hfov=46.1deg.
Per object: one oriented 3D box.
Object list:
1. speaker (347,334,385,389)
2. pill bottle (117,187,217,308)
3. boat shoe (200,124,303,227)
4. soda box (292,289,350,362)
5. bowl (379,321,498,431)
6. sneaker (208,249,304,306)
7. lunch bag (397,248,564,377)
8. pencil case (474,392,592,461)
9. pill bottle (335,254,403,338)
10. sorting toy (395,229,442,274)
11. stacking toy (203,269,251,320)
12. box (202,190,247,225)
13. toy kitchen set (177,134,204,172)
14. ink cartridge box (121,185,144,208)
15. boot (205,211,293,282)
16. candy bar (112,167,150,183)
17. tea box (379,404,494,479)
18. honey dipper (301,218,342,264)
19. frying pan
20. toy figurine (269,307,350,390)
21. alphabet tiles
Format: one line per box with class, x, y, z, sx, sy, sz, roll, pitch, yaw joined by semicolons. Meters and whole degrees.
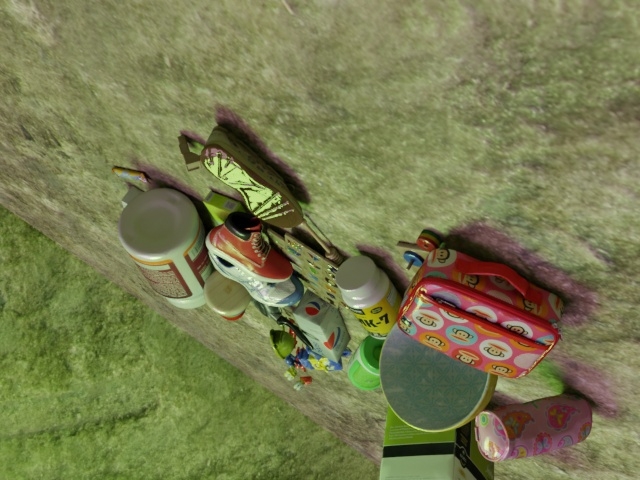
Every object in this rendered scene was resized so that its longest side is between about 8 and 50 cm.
speaker;0.155;0.359;2.208;0.131;0.131;0.296;31;159;6
pill bottle;-0.422;0.038;2.186;0.224;0.224;0.392;26;157;18
boat shoe;-0.134;-0.134;1.622;0.104;0.089;0.285;-20;131;32
soda box;0.008;0.259;2.243;0.098;0.091;0.286;23;157;23
bowl;0.295;0.295;1.732;0.289;0.290;0.156;13;177;41
sneaker;-0.185;0.086;2.052;0.296;0.112;0.131;24;164;15
lunch bag;0.314;0.134;1.459;0.293;0.120;0.258;23;143;2
pencil case;0.486;0.422;1.713;0.284;0.124;0.124;-4;178;-30
pill bottle;0.121;0.133;1.773;0.119;0.119;0.208;14;152;40
sorting toy;0.235;0.074;1.584;0.132;0.046;0.274;11;151;44
stacking toy;-0.271;0.177;2.284;0.141;0.141;0.330;31;167;4
box;-0.226;-0.050;1.967;0.109;0.042;0.178;22;157;29
toy kitchen set;-0.283;-0.198;1.743;0.068;0.075;0.083;90;161;-62
ink cartridge box;-0.536;-0.087;2.295;0.109;0.063;0.150;30;158;7
boot;-0.149;0.017;1.897;0.244;0.088;0.176;28;145;-21
candy bar;-0.541;-0.187;2.149;0.161;0.018;0.040;13;151;40
tea box;0.345;0.607;2.143;0.220;0.324;0.329;-11;136;28
honey dipper;0.000;0.000;1.777;0.030;0.030;0.161;9;148;47
frying pan;-0.148;0.213;2.287;0.326;0.053;0.197;56;163;2
toy figurine;-0.012;0.346;2.472;0.217;0.191;0.363;-7;144;14
alphabet tiles;-0.017;0.085;1.966;0.285;0.011;0.342;33;163;11
